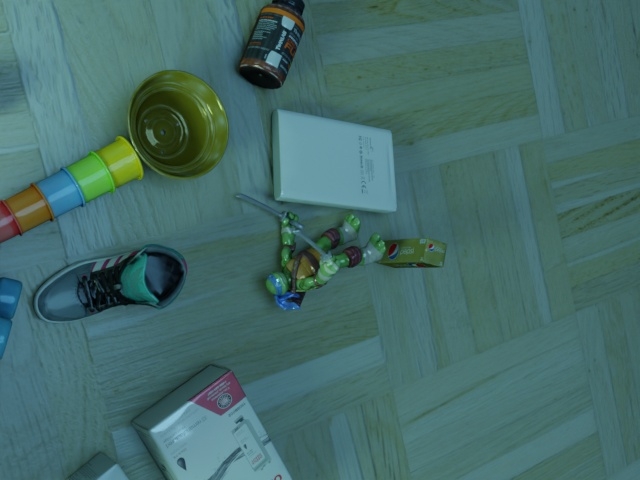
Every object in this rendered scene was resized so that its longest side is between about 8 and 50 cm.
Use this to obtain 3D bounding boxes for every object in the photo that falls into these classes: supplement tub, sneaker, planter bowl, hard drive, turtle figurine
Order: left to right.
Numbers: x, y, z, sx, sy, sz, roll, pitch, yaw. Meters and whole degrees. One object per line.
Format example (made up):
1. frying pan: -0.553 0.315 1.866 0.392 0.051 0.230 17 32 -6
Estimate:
1. sneaker: -0.374 0.085 1.468 0.295 0.178 0.124 -22 100 -29
2. planter bowl: -0.299 -0.223 1.570 0.217 0.090 0.217 4 84 -35
3. supplement tub: -0.098 -0.434 1.691 0.106 0.106 0.198 26 76 -28
4. turtle figurine: 0.000 0.000 1.688 0.266 0.198 0.275 -20 103 -34
5. hard drive: 0.034 -0.175 1.783 0.307 0.040 0.203 5 75 -31

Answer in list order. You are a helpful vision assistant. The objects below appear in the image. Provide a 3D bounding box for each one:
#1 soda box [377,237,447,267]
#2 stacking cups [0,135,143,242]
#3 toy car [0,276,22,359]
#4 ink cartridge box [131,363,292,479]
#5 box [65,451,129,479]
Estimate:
1. soda box: 0.209 0.030 1.818 0.061 0.181 0.058 15 81 -30
2. stacking cups: -0.488 -0.091 1.455 0.316 0.096 0.096 -30 104 -27
3. toy car: -0.594 0.042 1.275 0.219 0.210 0.238 16 118 -20
4. ink cartridge box: -0.214 0.427 1.591 0.207 0.117 0.283 -35 106 -27
5. box: -0.408 0.473 1.482 0.087 0.101 0.102 -39 109 -26
